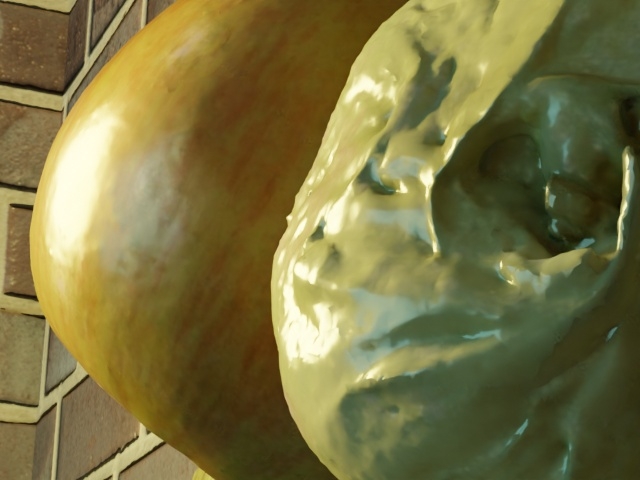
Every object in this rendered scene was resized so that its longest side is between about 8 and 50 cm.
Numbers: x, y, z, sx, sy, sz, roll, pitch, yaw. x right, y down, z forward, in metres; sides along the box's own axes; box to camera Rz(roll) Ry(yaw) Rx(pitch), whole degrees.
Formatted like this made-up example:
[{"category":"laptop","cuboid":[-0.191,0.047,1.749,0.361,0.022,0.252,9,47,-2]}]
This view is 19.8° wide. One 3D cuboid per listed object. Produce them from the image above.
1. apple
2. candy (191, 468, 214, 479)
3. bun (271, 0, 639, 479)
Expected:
[{"category":"apple","cuboid":[0.000,0.000,1.223,0.346,0.391,0.391,-56,19,-6]},{"category":"candy","cuboid":[-0.059,0.279,1.529,0.179,0.135,0.321,120,168,-45]},{"category":"bun","cuboid":[0.141,0.004,0.916,0.213,0.361,0.361,21,-103,-77]}]
